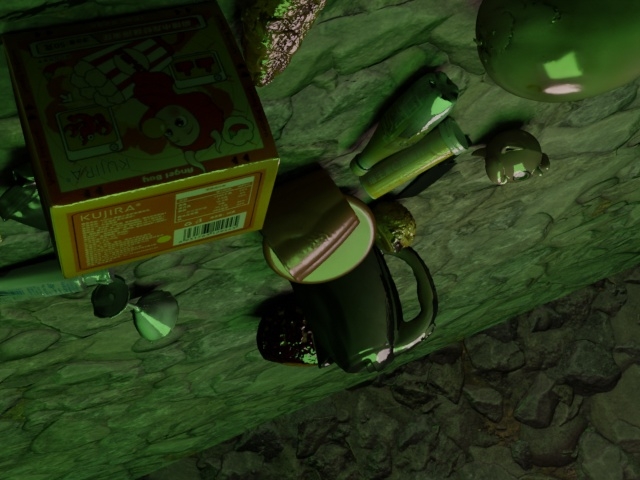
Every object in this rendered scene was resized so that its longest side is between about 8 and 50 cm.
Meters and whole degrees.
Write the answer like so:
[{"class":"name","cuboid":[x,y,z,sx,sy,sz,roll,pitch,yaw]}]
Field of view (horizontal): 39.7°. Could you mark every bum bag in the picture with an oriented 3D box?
[{"class":"bum bag","cuboid":[-0.402,-0.058,1.441,0.142,0.079,0.326,-34,154,11]}]

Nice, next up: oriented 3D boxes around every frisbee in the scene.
[{"class":"frisbee","cuboid":[0.000,0.000,1.891,0.251,0.021,0.250,-8,130,-10]}]

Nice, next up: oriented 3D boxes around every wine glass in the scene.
[{"class":"wine glass","cuboid":[-0.394,0.141,1.880,0.122,0.122,0.183,-27,157,13]}]

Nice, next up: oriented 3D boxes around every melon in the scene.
[{"class":"melon","cuboid":[0.381,-0.323,1.335,0.317,0.223,0.223,-12,157,-16]}]

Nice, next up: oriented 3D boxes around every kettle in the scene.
[{"class":"kettle","cuboid":[0.110,0.143,2.066,0.321,0.324,0.228,-22,159,1]}]

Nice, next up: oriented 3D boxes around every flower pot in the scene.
[{"class":"flower pot","cuboid":[-0.029,-0.042,1.722,0.173,0.190,0.190,-36,159,0]}]

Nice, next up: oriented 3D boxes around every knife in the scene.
[{"class":"knife","cuboid":[0.257,-0.154,1.922,0.072,0.019,0.245,-10,159,-38]}]

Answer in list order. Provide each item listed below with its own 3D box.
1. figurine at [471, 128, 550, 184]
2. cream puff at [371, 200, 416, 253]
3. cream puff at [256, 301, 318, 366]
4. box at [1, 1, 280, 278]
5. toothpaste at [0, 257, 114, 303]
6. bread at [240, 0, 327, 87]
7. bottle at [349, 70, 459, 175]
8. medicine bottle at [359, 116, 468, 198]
[{"class":"figurine","cuboid":[0.402,-0.173,1.863,0.138,0.125,0.125,9,146,-31]},{"class":"cream puff","cuboid":[0.159,-0.034,1.983,0.104,0.119,0.133,-39,175,-14]},{"class":"cream puff","cuboid":[-0.054,0.245,2.345,0.239,0.164,0.239,1,180,0]},{"class":"box","cuboid":[-0.234,-0.134,1.154,0.284,0.259,0.214,-15,159,-19]},{"class":"toothpaste","cuboid":[-0.541,0.078,1.659,0.299,0.073,0.114,-12,159,-4]},{"class":"bread","cuboid":[-0.056,-0.301,1.172,0.105,0.076,0.233,-20,156,-39]},{"class":"bottle","cuboid":[0.141,-0.200,1.600,0.083,0.083,0.270,-5,155,-38]},{"class":"medicine bottle","cuboid":[0.183,-0.158,1.760,0.218,0.073,0.074,-30,158,25]}]
